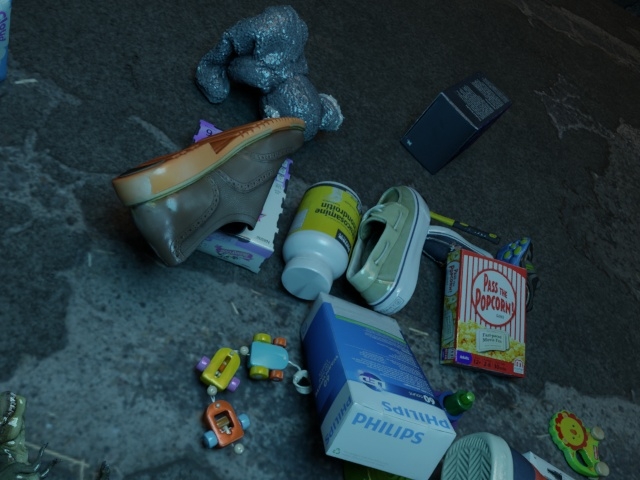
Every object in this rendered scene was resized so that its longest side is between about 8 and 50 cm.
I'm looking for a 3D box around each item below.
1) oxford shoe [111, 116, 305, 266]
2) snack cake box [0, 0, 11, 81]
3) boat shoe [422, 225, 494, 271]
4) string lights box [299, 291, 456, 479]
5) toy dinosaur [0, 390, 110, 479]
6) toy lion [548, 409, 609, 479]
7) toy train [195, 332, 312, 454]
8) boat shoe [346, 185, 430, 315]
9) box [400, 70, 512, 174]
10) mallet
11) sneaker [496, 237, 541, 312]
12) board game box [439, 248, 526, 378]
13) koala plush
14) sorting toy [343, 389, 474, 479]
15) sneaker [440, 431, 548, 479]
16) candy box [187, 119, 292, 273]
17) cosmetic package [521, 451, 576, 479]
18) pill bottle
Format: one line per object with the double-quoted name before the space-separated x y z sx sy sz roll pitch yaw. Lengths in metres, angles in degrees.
"oxford shoe" -0.124 -0.082 0.806 0.364 0.130 0.132 -38 114 -50
"snack cake box" -0.554 -0.329 0.769 0.264 0.152 0.089 36 45 -4
"boat shoe" 0.246 0.039 1.060 0.183 0.065 0.083 23 49 -17
"string lights box" 0.060 0.173 0.748 0.133 0.076 0.259 22 17 -16
"toy dinosaur" -0.262 0.279 0.564 0.118 0.064 0.268 -3 61 -26
"toy lion" 0.430 0.340 0.977 0.096 0.034 0.100 21 48 -8
"toy train" -0.095 0.193 0.745 0.166 0.046 0.125 -23 73 -38
"boat shoe" 0.112 -0.012 0.956 0.094 0.109 0.302 43 33 -20
"box" 0.295 -0.257 1.255 0.108 0.153 0.207 47 47 6
"mallet" 0.237 -0.030 1.079 0.190 0.039 0.062 28 40 25
"sneaker" 0.392 0.066 1.145 0.078 0.067 0.188 47 40 -24
"board game box" 0.280 0.126 0.991 0.147 0.045 0.193 16 70 -22
"koala plush" -0.071 -0.267 1.021 0.196 0.203 0.221 -25 85 -41
"sorting toy" 0.096 0.296 0.730 0.127 0.126 0.366 49 47 9
"sneaker" 0.205 0.417 0.680 0.148 0.131 0.350 32 62 -19
"candy box" -0.141 -0.069 0.892 0.165 0.070 0.196 22 48 -17
"cosmetic package" 0.303 0.429 0.805 0.099 0.060 0.239 32 46 -7
"pill bottle" 0.000 0.000 0.907 0.103 0.103 0.184 29 46 -11
